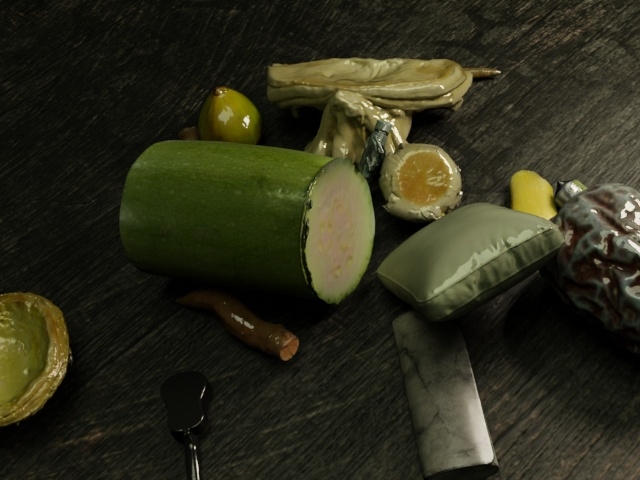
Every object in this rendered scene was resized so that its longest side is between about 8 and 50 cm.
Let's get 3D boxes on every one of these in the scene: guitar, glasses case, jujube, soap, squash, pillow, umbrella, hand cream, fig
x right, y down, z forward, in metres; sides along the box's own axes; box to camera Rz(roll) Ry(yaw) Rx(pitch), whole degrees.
[{"bbox_3d":[-0.211,0.331,1.440,0.084,0.038,0.271,-15,48,3],"label":"guitar"},{"bbox_3d":[0.191,0.238,1.408,0.114,0.060,0.299,-14,48,5],"label":"glasses case"},{"bbox_3d":[0.492,0.051,1.400,0.226,0.226,0.317,-32,56,-14],"label":"jujube"},{"bbox_3d":[0.392,-0.059,1.631,0.089,0.033,0.168,3,51,8],"label":"soap"},{"bbox_3d":[-0.125,-0.041,1.571,0.384,0.263,0.263,8,52,27],"label":"squash"},{"bbox_3d":[0.234,0.026,1.453,0.255,0.120,0.322,-31,12,-3],"label":"pillow"},{"bbox_3d":[0.093,-0.138,1.697,0.050,0.046,0.188,28,99,34],"label":"umbrella"},{"bbox_3d":[0.501,-0.024,1.570,0.086,0.055,0.235,-34,61,-14],"label":"hand cream"},{"bbox_3d":[-0.192,-0.244,1.880,0.136,0.121,0.153,-30,73,-19],"label":"fig"}]

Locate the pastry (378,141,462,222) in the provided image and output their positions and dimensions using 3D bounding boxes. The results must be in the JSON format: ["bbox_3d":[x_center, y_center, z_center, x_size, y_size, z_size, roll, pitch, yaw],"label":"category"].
[{"bbox_3d":[0.186,-0.107,1.661,0.165,0.088,0.166,-1,81,5],"label":"pastry"}]

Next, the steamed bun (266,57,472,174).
[{"bbox_3d":[0.086,-0.249,1.797,0.428,0.189,0.247,1,26,13],"label":"steamed bun"}]

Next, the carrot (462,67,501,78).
[{"bbox_3d":[0.258,-0.355,1.911,0.254,0.049,0.049,0,50,10],"label":"carrot"}]

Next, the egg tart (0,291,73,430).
[{"bbox_3d":[-0.562,0.224,1.564,0.294,0.123,0.294,-4,49,5],"label":"egg tart"}]

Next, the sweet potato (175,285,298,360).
[{"bbox_3d":[-0.151,0.134,1.578,0.281,0.067,0.059,29,40,35],"label":"sweet potato"}]

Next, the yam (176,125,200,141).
[{"bbox_3d":[-0.258,-0.156,1.858,0.056,0.057,0.241,-19,49,-3],"label":"yam"}]
